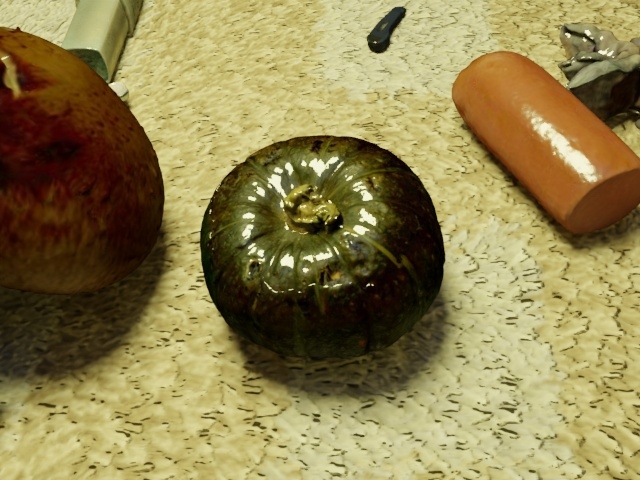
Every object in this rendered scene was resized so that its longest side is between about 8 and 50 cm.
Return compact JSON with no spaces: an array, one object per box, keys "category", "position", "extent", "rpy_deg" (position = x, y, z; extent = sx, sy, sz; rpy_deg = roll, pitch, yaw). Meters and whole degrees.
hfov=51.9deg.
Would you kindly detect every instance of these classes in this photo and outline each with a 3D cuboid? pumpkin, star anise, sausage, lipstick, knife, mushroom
[{"category":"pumpkin","position":[0.001,-0.002,0.627],"extent":[0.237,0.159,0.238],"rpy_deg":[-1,56,1]},{"category":"star anise","position":[0.387,-0.199,0.800],"extent":[0.229,0.093,0.236],"rpy_deg":[-18,45,-24]},{"category":"sausage","position":[0.245,-0.126,0.748],"extent":[0.113,0.114,0.259],"rpy_deg":[-21,53,-14]},{"category":"lipstick","position":[-0.315,-0.330,0.963],"extent":[0.077,0.079,0.253],"rpy_deg":[-1,52,1]},{"category":"knife","position":[0.100,-0.315,0.966],"extent":[0.031,0.018,0.121],"rpy_deg":[16,53,24]},{"category":"mushroom","position":[-0.323,-0.025,0.644],"extent":[0.331,0.356,0.334],"rpy_deg":[1,22,-10]}]

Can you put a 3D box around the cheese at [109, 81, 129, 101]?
[{"category":"cheese","position":[-0.364,-0.148,0.834],"extent":[0.251,0.054,0.127],"rpy_deg":[-27,54,-18]}]
